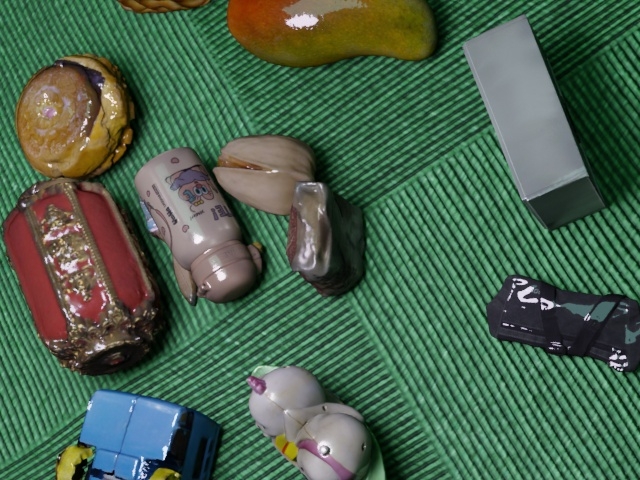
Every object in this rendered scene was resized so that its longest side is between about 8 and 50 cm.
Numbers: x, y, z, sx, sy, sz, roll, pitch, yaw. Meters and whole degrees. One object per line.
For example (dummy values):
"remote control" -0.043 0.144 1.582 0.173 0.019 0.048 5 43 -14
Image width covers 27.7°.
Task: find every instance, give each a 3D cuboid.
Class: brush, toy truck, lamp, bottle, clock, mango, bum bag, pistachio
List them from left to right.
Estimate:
"lamp" -0.315 0.045 1.730 0.177 0.177 0.274 -33 64 11
"toy truck" -0.244 0.385 1.607 0.161 0.162 0.384 8 79 24
"brush" -0.199 0.002 1.783 0.070 0.021 0.196 -23 69 13
"bottle" -0.154 -0.017 1.723 0.110 0.097 0.209 -22 71 -28
"pistachio" -0.071 -0.089 1.706 0.149 0.113 0.113 9 78 21
"clock" -0.007 0.227 1.566 0.231 0.144 0.103 38 93 26
"mango" 0.011 -0.305 1.730 0.289 0.129 0.146 -2 72 13
"bum bag" 0.293 0.094 1.538 0.198 0.049 0.087 12 104 24

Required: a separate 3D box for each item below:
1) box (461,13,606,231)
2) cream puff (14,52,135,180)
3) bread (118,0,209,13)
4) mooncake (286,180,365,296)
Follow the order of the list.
"box" 0.260 -0.139 1.573 0.086 0.129 0.225 -23 67 14
"cream puff" -0.340 -0.174 1.832 0.189 0.129 0.189 -4 81 26
"bread" -0.227 -0.442 1.883 0.182 0.096 0.222 -5 71 21
"mooncake" 0.000 0.000 1.641 0.073 0.125 0.129 -10 68 24
